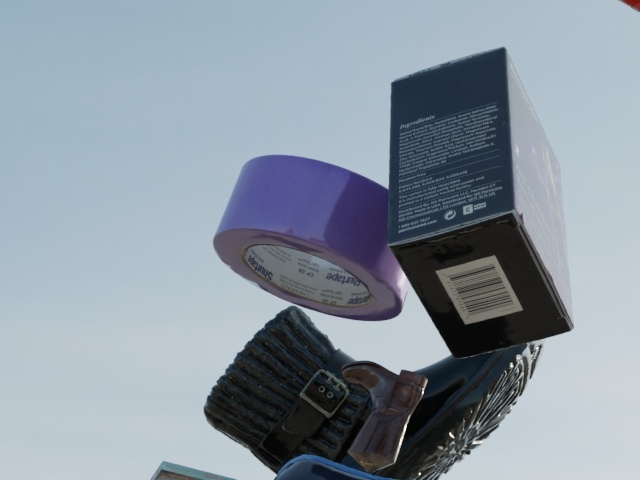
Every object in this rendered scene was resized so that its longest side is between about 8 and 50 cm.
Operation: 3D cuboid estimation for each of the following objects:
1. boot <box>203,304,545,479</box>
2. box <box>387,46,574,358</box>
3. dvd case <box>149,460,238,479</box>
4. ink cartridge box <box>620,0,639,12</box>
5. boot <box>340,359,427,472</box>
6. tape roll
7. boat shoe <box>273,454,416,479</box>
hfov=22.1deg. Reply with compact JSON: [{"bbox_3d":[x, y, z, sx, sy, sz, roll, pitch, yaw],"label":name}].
[{"bbox_3d":[0.062,0.157,1.892,0.260,0.348,0.131,43,-16,23],"label":"boot"},{"bbox_3d":[0.132,-0.032,1.364,0.108,0.207,0.153,-16,-47,19],"label":"box"},{"bbox_3d":[-0.146,0.276,1.810,0.087,0.013,0.119,16,-27,-10],"label":"dvd case"},{"bbox_3d":[0.248,-0.279,1.069,0.275,0.239,0.060,-45,-56,0],"label":"ink cartridge box"},{"bbox_3d":[0.047,0.182,1.694,0.106,0.114,0.037,4,-35,36],"label":"boot"},{"bbox_3d":[0.000,0.000,1.534,0.189,0.080,0.189,19,-20,7],"label":"tape roll"},{"bbox_3d":[0.050,0.260,1.401,0.258,0.089,0.109,3,-54,46],"label":"boat shoe"}]
